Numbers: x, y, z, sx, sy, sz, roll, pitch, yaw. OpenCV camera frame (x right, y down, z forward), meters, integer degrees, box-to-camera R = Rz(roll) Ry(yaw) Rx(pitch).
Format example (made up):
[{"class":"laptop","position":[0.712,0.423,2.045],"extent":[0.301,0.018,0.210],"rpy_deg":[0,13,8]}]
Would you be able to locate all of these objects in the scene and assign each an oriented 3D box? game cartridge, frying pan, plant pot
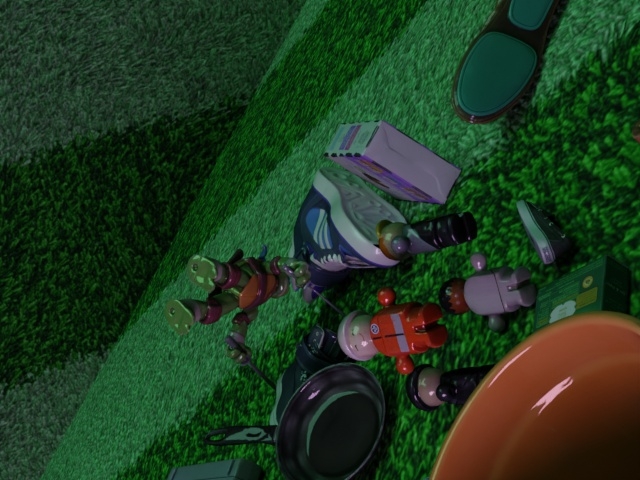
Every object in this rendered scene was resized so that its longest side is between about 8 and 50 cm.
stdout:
[{"class":"game cartridge","position":[-0.231,0.520,1.729],"extent":[0.355,0.068,0.230],"rpy_deg":[-27,42,58]},{"class":"frying pan","position":[-0.033,0.306,1.403],"extent":[0.326,0.053,0.197],"rpy_deg":[-34,41,20]},{"class":"plant pot","position":[0.237,0.227,0.718],"extent":[0.291,0.203,0.291],"rpy_deg":[-51,20,27]}]

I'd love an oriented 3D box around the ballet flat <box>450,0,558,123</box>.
[{"class":"ballet flat","position":[0.295,-0.311,1.518],"extent":[0.124,0.116,0.342],"rpy_deg":[111,-178,-74]}]

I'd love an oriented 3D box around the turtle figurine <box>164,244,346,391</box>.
[{"class":"turtle figurine","position":[-0.105,0.117,1.595],"extent":[0.198,0.266,0.274],"rpy_deg":[-27,70,35]}]

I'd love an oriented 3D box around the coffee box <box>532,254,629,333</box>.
[{"class":"coffee box","position":[0.276,0.116,1.029],"extent":[0.113,0.040,0.184],"rpy_deg":[-38,29,49]}]

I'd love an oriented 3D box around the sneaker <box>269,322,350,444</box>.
[{"class":"sneaker","position":[-0.007,0.232,1.519],"extent":[0.163,0.086,0.226],"rpy_deg":[-54,20,23]}]

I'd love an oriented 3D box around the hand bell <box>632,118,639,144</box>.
[{"class":"hand bell","position":[0.341,-0.028,0.757],"extent":[0.126,0.242,0.126],"rpy_deg":[-50,22,29]}]

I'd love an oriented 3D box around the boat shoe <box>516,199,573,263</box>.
[{"class":"boat shoe","position":[0.283,-0.014,1.204],"extent":[0.040,0.049,0.142],"rpy_deg":[-22,26,8]}]

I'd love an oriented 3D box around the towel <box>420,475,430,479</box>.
[{"class":"towel","position":[0.106,0.336,1.047],"extent":[0.336,0.040,0.243],"rpy_deg":[-39,10,50]}]

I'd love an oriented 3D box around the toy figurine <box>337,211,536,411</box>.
[{"class":"toy figurine","position":[0.141,0.086,1.152],"extent":[0.148,0.213,0.209],"rpy_deg":[-15,48,46]}]

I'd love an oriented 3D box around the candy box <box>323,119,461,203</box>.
[{"class":"candy box","position":[0.116,-0.132,1.603],"extent":[0.070,0.165,0.196],"rpy_deg":[-62,19,-5]}]

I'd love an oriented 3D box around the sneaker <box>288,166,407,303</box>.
[{"class":"sneaker","position":[0.039,0.033,1.681],"extent":[0.323,0.130,0.236],"rpy_deg":[-124,46,-55]}]

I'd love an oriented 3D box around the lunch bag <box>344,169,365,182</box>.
[{"class":"lunch bag","position":[0.053,-0.114,1.917],"extent":[0.071,0.053,0.083],"rpy_deg":[-31,26,53]}]
